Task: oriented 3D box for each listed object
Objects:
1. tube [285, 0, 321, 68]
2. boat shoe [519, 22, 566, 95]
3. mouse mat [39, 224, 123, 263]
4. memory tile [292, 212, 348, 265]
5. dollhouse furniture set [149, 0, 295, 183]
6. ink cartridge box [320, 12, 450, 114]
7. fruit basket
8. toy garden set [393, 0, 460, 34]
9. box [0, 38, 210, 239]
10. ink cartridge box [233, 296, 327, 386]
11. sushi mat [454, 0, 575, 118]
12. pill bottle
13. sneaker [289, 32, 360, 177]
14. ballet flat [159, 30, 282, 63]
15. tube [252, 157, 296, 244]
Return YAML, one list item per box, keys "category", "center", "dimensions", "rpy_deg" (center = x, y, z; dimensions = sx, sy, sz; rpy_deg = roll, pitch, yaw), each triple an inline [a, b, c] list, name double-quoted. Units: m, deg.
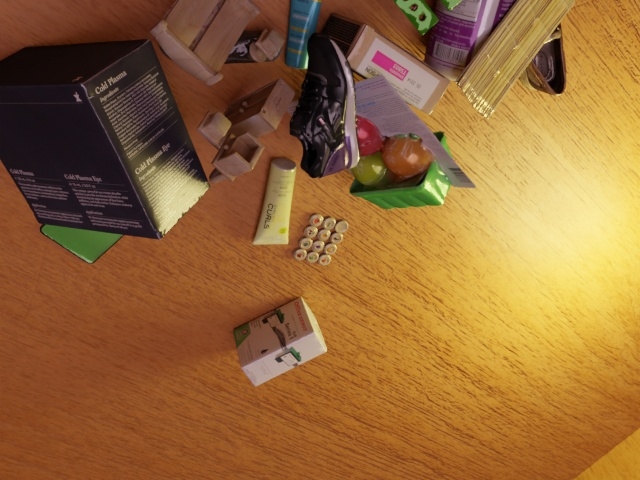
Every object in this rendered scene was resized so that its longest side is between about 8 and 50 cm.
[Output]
- category: "tube"
  center: [-0.034, -0.464, 1.280]
  dimensions: [0.080, 0.052, 0.207]
  rpy_deg: [16, 121, 10]
- category: "boat shoe"
  center: [0.493, -0.478, 1.390]
  dimensions: [0.123, 0.123, 0.341]
  rpy_deg: [-25, 127, 0]
- category: "mouse mat"
  center: [-0.532, -0.041, 1.439]
  dimensions: [0.190, 0.007, 0.153]
  rpy_deg: [-40, 125, 10]
- category: "memory tile"
  center: [0.000, 0.000, 1.627]
  dimensions: [0.113, 0.012, 0.147]
  rpy_deg: [14, 117, -25]
- category: "dollhouse furniture set"
  center: [-0.244, -0.325, 1.152]
  dimensions: [0.174, 0.303, 0.355]
  rpy_deg: [-14, 134, 45]
- category: "ink cartridge box"
  center: [0.126, -0.373, 1.301]
  dimensions: [0.235, 0.193, 0.088]
  rpy_deg: [24, 106, -29]
- category: "fruit basket"
  center: [0.132, -0.221, 1.374]
  dimensions: [0.353, 0.327, 0.165]
  rpy_deg: [46, 62, -28]
- category: "toy garden set"
  center: [0.219, -0.548, 1.151]
  dimensions: [0.244, 0.049, 0.204]
  rpy_deg: [-39, 119, 18]
- category: "box"
  center: [-0.432, -0.189, 1.158]
  dimensions: [0.344, 0.179, 0.312]
  rpy_deg: [7, 133, 28]
- category: "ink cartridge box"
  center: [-0.112, 0.272, 1.684]
  dimensions: [0.220, 0.160, 0.092]
  rpy_deg: [-27, 126, 1]
- category: "sushi mat"
  center: [0.407, -0.414, 1.286]
  dimensions: [0.316, 0.019, 0.151]
  rpy_deg: [-53, 138, 4]
- category: "pill bottle"
  center: [0.329, -0.498, 1.299]
  dimensions: [0.170, 0.169, 0.301]
  rpy_deg: [-1, 123, -16]
- category: "sneaker"
  center: [-0.003, -0.253, 1.210]
  dimensions: [0.124, 0.107, 0.283]
  rpy_deg: [-24, 120, -22]
- category: "ballet flat"
  center: [-0.203, -0.403, 1.274]
  dimensions: [0.250, 0.058, 0.084]
  rpy_deg: [-3, 123, -9]
- category: "tube"
  center: [-0.105, -0.085, 1.512]
  dimensions: [0.070, 0.062, 0.240]
  rpy_deg: [25, 127, 15]
